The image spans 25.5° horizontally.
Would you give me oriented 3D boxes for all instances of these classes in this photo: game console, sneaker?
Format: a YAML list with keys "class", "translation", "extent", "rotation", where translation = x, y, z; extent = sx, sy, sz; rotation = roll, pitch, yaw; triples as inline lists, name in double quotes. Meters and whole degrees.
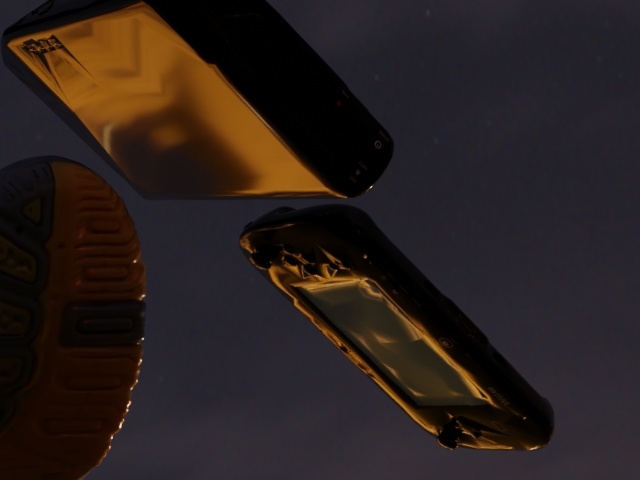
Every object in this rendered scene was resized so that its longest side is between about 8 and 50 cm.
- class: "game console"
  translation: [0.000, 0.000, 0.731]
  extent: [0.361, 0.044, 0.213]
  rotation: [45, -21, -24]
- class: "sneaker"
  translation: [-0.166, 0.091, 0.655]
  extent: [0.112, 0.131, 0.296]
  rotation: [7, -72, -29]
